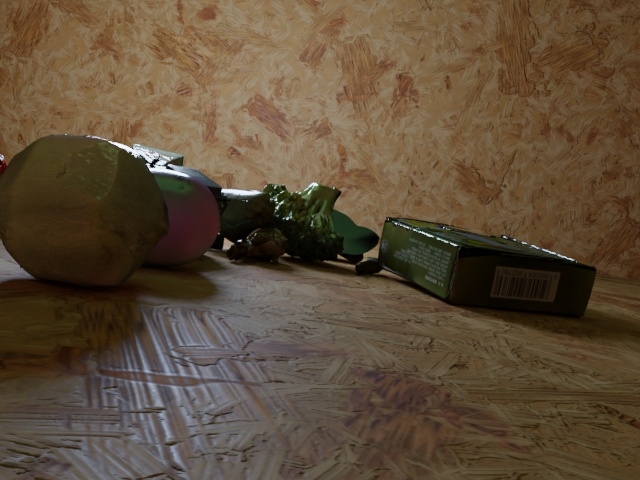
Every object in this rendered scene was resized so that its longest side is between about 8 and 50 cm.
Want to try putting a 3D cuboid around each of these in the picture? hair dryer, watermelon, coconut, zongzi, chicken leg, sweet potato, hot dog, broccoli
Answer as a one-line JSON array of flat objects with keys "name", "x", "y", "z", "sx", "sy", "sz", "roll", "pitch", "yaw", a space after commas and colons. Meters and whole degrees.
[{"name": "hair dryer", "x": -0.360, "y": -0.010, "z": 1.783, "sx": 0.173, "sy": 0.050, "sz": 0.195, "roll": 11, "pitch": 0, "yaw": -15}, {"name": "watermelon", "x": -0.559, "y": -0.172, "z": 2.101, "sx": 0.151, "sy": 0.264, "sz": 0.302, "roll": 9, "pitch": 7, "yaw": 4}, {"name": "coconut", "x": -0.339, "y": -0.044, "z": 0.958, "sx": 0.231, "sy": 0.227, "sz": 0.227, "roll": 2, "pitch": 3, "yaw": 4}, {"name": "zongzi", "x": -0.193, "y": -0.039, "z": 1.750, "sx": 0.228, "sy": 0.115, "sz": 0.256, "roll": 8, "pitch": -34, "yaw": 33}, {"name": "chicken leg", "x": -0.153, "y": 0.019, "z": 1.604, "sx": 0.101, "sy": 0.085, "sz": 0.207, "roll": 23, "pitch": 18, "yaw": 22}, {"name": "sweet potato", "x": 0.122, "y": 0.071, "z": 1.723, "sx": 0.041, "sy": 0.038, "sz": 0.153, "roll": -36, "pitch": -20, "yaw": 23}, {"name": "hot dog", "x": 0.002, "y": -0.005, "z": 2.016, "sx": 0.326, "sy": 0.107, "sz": 0.194, "roll": 33, "pitch": 53, "yaw": 20}, {"name": "broccoli", "x": -0.043, "y": -0.072, "z": 1.816, "sx": 0.288, "sy": 0.245, "sz": 0.248, "roll": 26, "pitch": -9, "yaw": 8}]

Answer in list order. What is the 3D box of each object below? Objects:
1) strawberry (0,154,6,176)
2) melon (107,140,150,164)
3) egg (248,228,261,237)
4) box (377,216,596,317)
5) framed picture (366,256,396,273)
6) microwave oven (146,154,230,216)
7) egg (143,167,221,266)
[{"name": "strawberry", "x": -0.969, "y": -0.191, "z": 1.617, "sx": 0.292, "sy": 0.292, "sz": 0.343, "roll": 9, "pitch": -14, "yaw": 5}, {"name": "melon", "x": -0.565, "y": -0.132, "z": 1.613, "sx": 0.302, "sy": 0.237, "sz": 0.237, "roll": 2, "pitch": 6, "yaw": -20}, {"name": "egg", "x": -0.204, "y": -0.072, "z": 2.221, "sx": 0.150, "sy": 0.149, "sz": 0.192, "roll": 10, "pitch": 3, "yaw": 7}, {"name": "box", "x": 0.391, "y": 0.057, "z": 1.617, "sx": 0.373, "sy": 0.138, "sz": 0.420, "roll": 8, "pitch": 8, "yaw": -19}, {"name": "framed picture", "x": 0.305, "y": 0.092, "z": 1.941, "sx": 0.248, "sy": 0.022, "sz": 0.335, "roll": 8, "pitch": 4, "yaw": -15}, {"name": "microwave oven", "x": -0.337, "y": -0.073, "z": 1.490, "sx": 0.145, "sy": 0.194, "sz": 0.240, "roll": 39, "pitch": 11, "yaw": 13}, {"name": "egg", "x": -0.331, "y": -0.042, "z": 1.252, "sx": 0.271, "sy": 0.196, "sz": 0.196, "roll": -8, "pitch": 7, "yaw": -10}]
